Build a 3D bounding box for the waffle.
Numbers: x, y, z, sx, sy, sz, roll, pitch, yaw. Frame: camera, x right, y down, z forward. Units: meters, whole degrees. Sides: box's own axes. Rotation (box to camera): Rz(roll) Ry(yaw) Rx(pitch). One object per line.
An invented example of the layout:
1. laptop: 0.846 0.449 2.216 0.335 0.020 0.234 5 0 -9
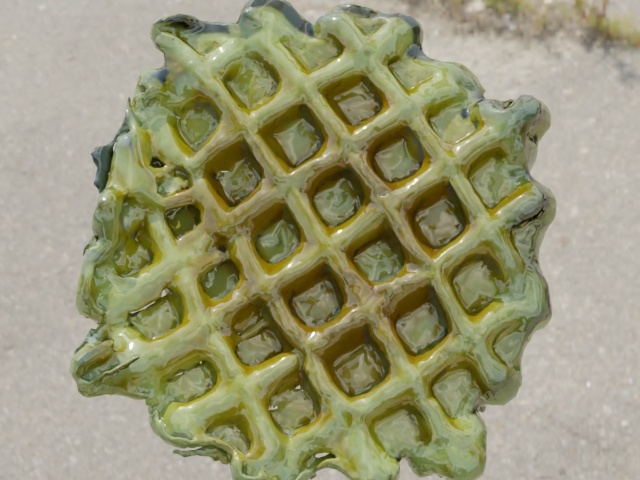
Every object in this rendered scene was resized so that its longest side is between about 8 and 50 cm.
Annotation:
1. waffle: 0.000 0.000 0.744 0.297 0.073 0.317 12 75 -2
